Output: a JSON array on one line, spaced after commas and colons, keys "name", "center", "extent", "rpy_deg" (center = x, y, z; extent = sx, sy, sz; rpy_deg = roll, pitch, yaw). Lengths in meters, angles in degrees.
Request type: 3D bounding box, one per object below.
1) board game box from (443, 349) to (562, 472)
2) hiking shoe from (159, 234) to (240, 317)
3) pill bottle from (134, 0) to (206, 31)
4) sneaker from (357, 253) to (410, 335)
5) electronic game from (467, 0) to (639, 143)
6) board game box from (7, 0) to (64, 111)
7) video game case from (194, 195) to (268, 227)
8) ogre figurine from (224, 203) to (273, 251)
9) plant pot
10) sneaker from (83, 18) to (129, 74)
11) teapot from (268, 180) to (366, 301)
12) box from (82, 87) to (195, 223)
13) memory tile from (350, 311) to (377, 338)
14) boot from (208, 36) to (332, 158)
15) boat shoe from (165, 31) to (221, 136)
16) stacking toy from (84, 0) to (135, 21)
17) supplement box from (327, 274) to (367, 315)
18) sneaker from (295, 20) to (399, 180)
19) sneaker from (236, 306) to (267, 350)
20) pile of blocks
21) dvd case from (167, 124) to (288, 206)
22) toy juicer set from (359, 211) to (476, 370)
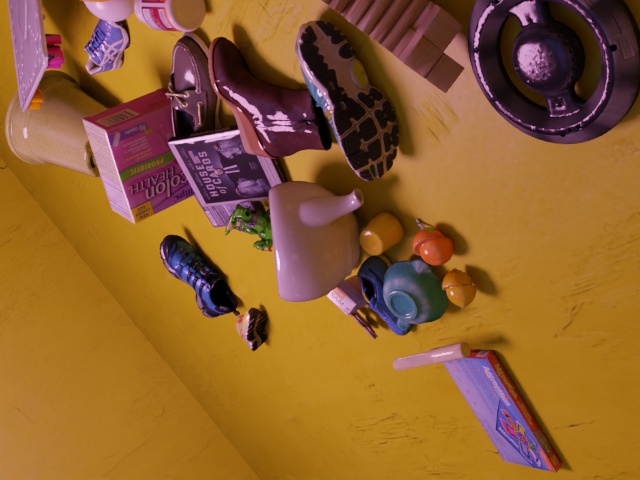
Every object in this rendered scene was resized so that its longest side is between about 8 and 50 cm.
[{"name": "board game box", "center": [0.356, 0.335, 1.408], "extent": [0.281, 0.027, 0.145], "rpy_deg": [58, 153, -12]}, {"name": "hiking shoe", "center": [-0.350, 0.098, 2.102], "extent": [0.132, 0.113, 0.304], "rpy_deg": [-9, 124, 46]}, {"name": "pill bottle", "center": [-0.298, -0.452, 1.378], "extent": [0.152, 0.086, 0.086], "rpy_deg": [20, 139, 44]}, {"name": "sneaker", "center": [0.124, 0.125, 1.447], "extent": [0.069, 0.082, 0.209], "rpy_deg": [15, 137, 45]}, {"name": "electronic game", "center": [0.274, -0.221, 0.852], "extent": [0.229, 0.048, 0.229], "rpy_deg": [36, 147, 28]}, {"name": "board game box", "center": [-0.694, -0.550, 1.704], "extent": [0.390, 0.050, 0.390], "rpy_deg": [-14, 83, 60]}, {"name": "video game case", "center": [-0.250, -0.124, 1.759], "extent": [0.274, 0.026, 0.196], "rpy_deg": [-4, 120, 56]}, {"name": "ogre figurine", "center": [-0.146, -0.036, 1.597], "extent": [0.118, 0.097, 0.197], "rpy_deg": [20, 153, -10]}, {"name": "plant pot", "center": [-0.671, -0.299, 1.961], "extent": [0.253, 0.276, 0.276], "rpy_deg": [24, 144, 21]}, {"name": "sneaker", "center": [-0.512, -0.463, 1.684], "extent": [0.080, 0.081, 0.211], "rpy_deg": [49, 150, 7]}, {"name": "teapot", "center": [0.000, 0.000, 1.380], "extent": [0.256, 0.187, 0.253], "rpy_deg": [-111, 16, -71]}, {"name": "box", "center": [-0.404, -0.200, 1.661], "extent": [0.117, 0.213, 0.243], "rpy_deg": [27, 136, 42]}, {"name": "memory tile", "center": [0.068, 0.156, 1.561], "extent": [0.148, 0.012, 0.113], "rpy_deg": [47, -179, -9]}, {"name": "boot", "center": [-0.090, -0.273, 1.323], "extent": [0.206, 0.090, 0.249], "rpy_deg": [0, 120, 39]}, {"name": "boat shoe", "center": [-0.277, -0.301, 1.519], "extent": [0.109, 0.091, 0.305], "rpy_deg": [37, 149, 23]}, {"name": "stacking toy", "center": [-0.424, -0.566, 1.300], "extent": [0.350, 0.350, 0.480], "rpy_deg": [47, 171, 8]}, {"name": "supplement box", "center": [0.067, 0.114, 1.493], "extent": [0.062, 0.098, 0.036], "rpy_deg": [42, 118, 17]}, {"name": "sneaker", "center": [0.042, -0.230, 1.162], "extent": [0.275, 0.107, 0.110], "rpy_deg": [64, 169, -13]}, {"name": "sneaker", "center": [-0.214, 0.248, 2.085], "extent": [0.094, 0.081, 0.209], "rpy_deg": [42, 151, 21]}, {"name": "pile of blocks", "center": [0.065, -0.356, 0.972], "extent": [0.362, 0.149, 0.113], "rpy_deg": [39, 108, 4]}, {"name": "dvd case", "center": [-0.197, -0.160, 1.533], "extent": [0.238, 0.030, 0.179], "rpy_deg": [-5, 126, 30]}, {"name": "toy juicer set", "center": [0.203, 0.104, 1.311], "extent": [0.209, 0.089, 0.329], "rpy_deg": [3, 119, 39]}]
